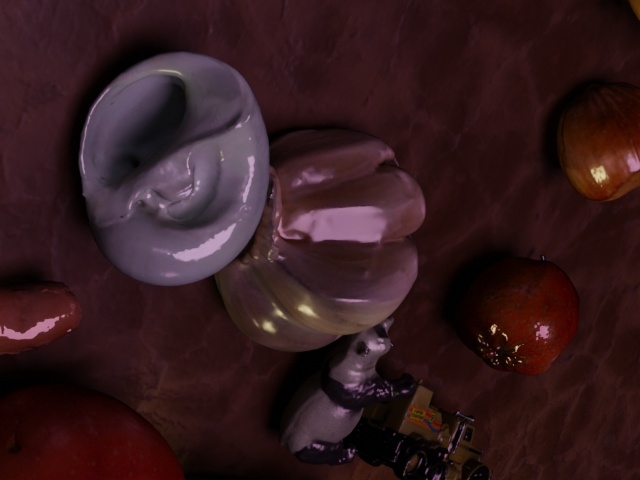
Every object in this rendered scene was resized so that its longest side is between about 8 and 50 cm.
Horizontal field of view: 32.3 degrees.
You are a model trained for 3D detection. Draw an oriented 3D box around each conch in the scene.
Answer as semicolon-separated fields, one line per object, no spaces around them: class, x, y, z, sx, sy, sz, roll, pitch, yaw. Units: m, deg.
conch;-0.138;-0.068;1.036;0.185;0.121;0.221;18;100;-27

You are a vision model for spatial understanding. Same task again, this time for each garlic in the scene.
garlic;0.000;0.000;1.214;0.292;0.210;0.238;10;74;-41

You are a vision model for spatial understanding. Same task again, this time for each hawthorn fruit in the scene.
hawthorn fruit;0.274;0.087;1.493;0.194;0.157;0.157;-51;143;-38

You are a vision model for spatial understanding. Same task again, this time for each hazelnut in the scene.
hazelnut;0.386;-0.132;1.454;0.150;0.150;0.150;-22;128;-30

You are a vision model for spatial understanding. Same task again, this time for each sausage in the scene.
sausage;-0.357;0.073;0.968;0.304;0.078;0.078;-2;117;-39

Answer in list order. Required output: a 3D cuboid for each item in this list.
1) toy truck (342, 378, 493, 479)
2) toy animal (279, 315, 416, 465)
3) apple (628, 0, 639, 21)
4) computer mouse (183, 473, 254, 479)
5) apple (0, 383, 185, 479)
toy truck;0.141;0.273;1.505;0.257;0.127;0.127;38;73;-48
toy animal;0.030;0.180;1.345;0.121;0.094;0.225;4;132;-44
apple;0.506;-0.348;1.323;0.275;0.299;0.299;33;92;-20
computer mouse;-0.072;0.358;1.312;0.374;0.203;0.114;23;84;-51
apple;-0.257;0.267;1.072;0.260;0.216;0.260;-21;127;-30
